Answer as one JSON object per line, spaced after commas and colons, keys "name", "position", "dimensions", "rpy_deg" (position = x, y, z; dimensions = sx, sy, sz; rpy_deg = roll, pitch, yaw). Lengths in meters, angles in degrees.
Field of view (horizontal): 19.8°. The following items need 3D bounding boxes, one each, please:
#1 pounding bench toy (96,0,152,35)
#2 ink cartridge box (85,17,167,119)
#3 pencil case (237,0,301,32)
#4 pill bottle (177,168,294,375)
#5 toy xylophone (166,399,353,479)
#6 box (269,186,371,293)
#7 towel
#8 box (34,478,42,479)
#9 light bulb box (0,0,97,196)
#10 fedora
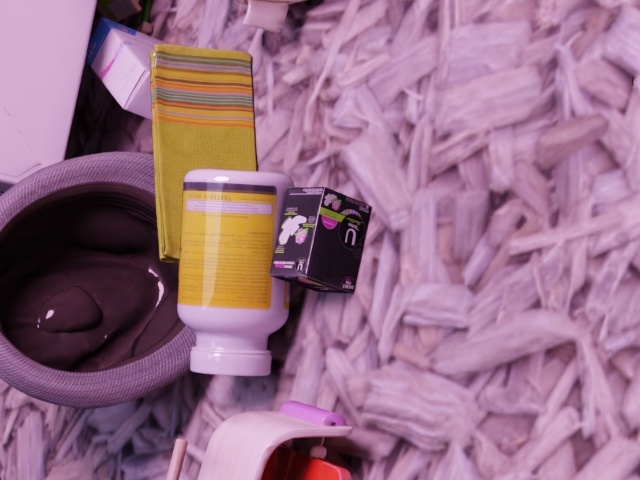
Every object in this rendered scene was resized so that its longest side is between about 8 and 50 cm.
{"name": "pounding bench toy", "position": [-0.203, -0.269, 1.996], "dimensions": [0.052, 0.083, 0.065], "rpy_deg": [-17, 31, 46]}
{"name": "ink cartridge box", "position": [-0.181, -0.170, 1.894], "dimensions": [0.052, 0.088, 0.122], "rpy_deg": [-58, 41, 15]}
{"name": "pencil case", "position": [-0.110, -0.387, 1.846], "dimensions": [0.183, 0.160, 0.410], "rpy_deg": [-58, 40, 21]}
{"name": "pill bottle", "position": [-0.078, 0.029, 1.670], "dimensions": [0.103, 0.103, 0.184], "rpy_deg": [3, 90, 50]}
{"name": "toy xylophone", "position": [-0.078, 0.283, 1.587], "dimensions": [0.236, 0.081, 0.323], "rpy_deg": [24, 96, 65]}
{"name": "box", "position": [0.000, 0.000, 1.635], "dimensions": [0.052, 0.062, 0.083], "rpy_deg": [2, 76, 48]}
{"name": "towel", "position": [-0.111, -0.086, 1.776], "dimensions": [0.021, 0.102, 0.237], "rpy_deg": [112, 156, -60]}
{"name": "box", "position": [-0.242, 0.352, 1.771], "dimensions": [0.100, 0.060, 0.244], "rpy_deg": [-54, 42, 19]}
{"name": "light bulb box", "position": [-0.389, -0.218, 1.966], "dimensions": [0.361, 0.225, 0.358], "rpy_deg": [163, 119, -68]}
{"name": "fedora", "position": [-0.221, 0.052, 1.771], "dimensions": [0.244, 0.275, 0.124], "rpy_deg": [54, 155, 8]}
